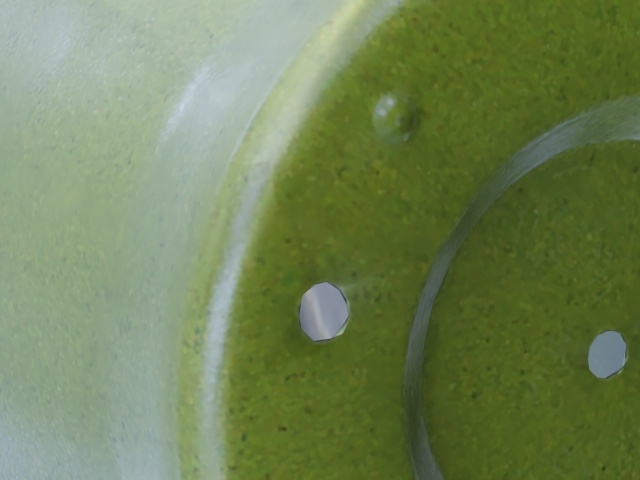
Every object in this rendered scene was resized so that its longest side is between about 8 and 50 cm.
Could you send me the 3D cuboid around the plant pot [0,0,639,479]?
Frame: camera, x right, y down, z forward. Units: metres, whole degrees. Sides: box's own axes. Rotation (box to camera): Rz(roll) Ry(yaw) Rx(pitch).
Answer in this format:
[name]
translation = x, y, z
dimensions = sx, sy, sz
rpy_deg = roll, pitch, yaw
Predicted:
[plant pot]
translation = 0.000, 0.000, 0.529
dimensions = 0.353, 0.366, 0.366
rpy_deg = 19, 122, 62
